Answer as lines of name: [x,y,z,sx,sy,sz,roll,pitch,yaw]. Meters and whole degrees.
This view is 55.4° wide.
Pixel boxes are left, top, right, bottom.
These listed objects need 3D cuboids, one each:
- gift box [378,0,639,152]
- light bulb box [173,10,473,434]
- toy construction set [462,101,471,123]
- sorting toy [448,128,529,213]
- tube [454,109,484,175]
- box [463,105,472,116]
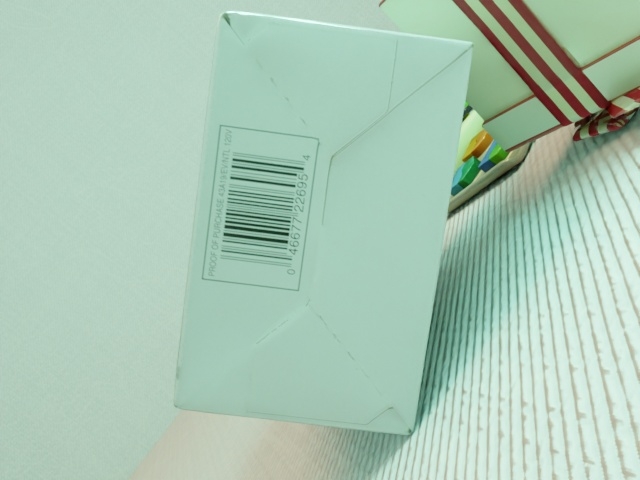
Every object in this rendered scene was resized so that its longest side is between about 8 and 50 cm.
gift box: [0.258,-0.258,0.608,0.255,0.258,0.276,-53,15,-23]
light bulb box: [-0.004,-0.026,0.697,0.361,0.225,0.357,-108,26,-84]
toy construction set: [0.204,-0.254,1.313,0.327,0.215,0.151,-48,5,40]
sorting toy: [0.269,-0.145,0.951,0.208,0.038,0.193,-54,5,-31]
tube: [0.257,-0.169,1.102,0.240,0.062,0.070,-51,6,9]
box: [0.284,-0.364,1.596,0.056,0.183,0.231,-54,5,-34]
